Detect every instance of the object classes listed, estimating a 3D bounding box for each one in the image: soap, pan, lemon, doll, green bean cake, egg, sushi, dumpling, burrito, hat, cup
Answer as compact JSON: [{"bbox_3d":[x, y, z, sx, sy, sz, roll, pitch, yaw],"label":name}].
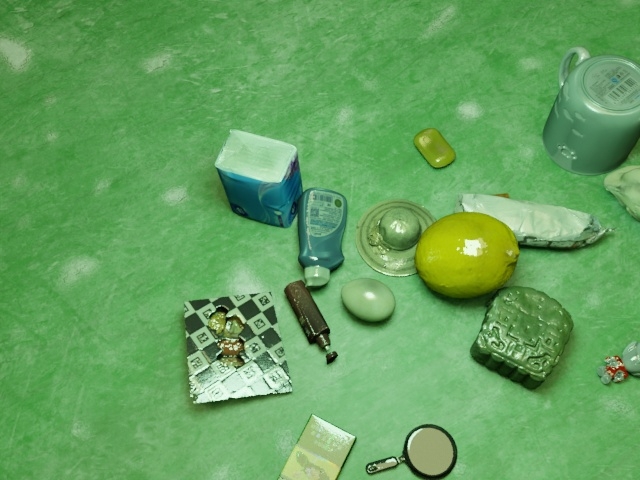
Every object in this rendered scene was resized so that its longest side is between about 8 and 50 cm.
[{"bbox_3d":[0.342,-0.278,2.073,0.089,0.045,0.140,-27,65,-12],"label":"soap"},{"bbox_3d":[0.226,0.536,1.711,0.235,0.028,0.136,-16,64,-3],"label":"pan"},{"bbox_3d":[0.382,0.038,1.816,0.263,0.236,0.236,10,66,13],"label":"lemon"},{"bbox_3d":[0.793,0.310,1.756,0.180,0.079,0.094,-24,80,7],"label":"doll"},{"bbox_3d":[0.517,0.239,1.783,0.222,0.125,0.227,26,64,14],"label":"green bean cake"},{"bbox_3d":[0.126,0.157,1.848,0.152,0.114,0.114,18,67,17],"label":"egg"},{"bbox_3d":[-0.230,0.290,1.848,0.264,0.050,0.290,-6,62,-14],"label":"sushi"},{"bbox_3d":[0.959,-0.137,1.886,0.243,0.187,0.318,-42,66,-11],"label":"dumpling"},{"bbox_3d":[0.593,-0.044,1.917,0.445,0.101,0.139,9,64,8],"label":"burrito"},{"bbox_3d":[0.220,-0.031,1.933,0.252,0.110,0.252,-2,64,3],"label":"hat"},{"bbox_3d":[0.780,-0.405,1.977,0.259,0.274,0.357,-14,66,-3],"label":"cup"}]

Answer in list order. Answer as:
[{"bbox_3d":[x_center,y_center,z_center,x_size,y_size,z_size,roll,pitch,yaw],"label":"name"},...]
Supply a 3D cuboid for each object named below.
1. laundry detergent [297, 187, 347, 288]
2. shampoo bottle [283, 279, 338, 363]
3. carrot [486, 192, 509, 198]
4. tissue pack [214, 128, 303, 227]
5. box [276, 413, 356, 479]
[{"bbox_3d":[0.000,0.000,1.939,0.143,0.094,0.290,14,66,-23],"label":"laundry detergent"},{"bbox_3d":[-0.022,0.219,1.858,0.067,0.068,0.236,-27,64,-8],"label":"shampoo bottle"},{"bbox_3d":[0.498,-0.119,1.998,0.093,0.032,0.032,-9,65,-5],"label":"carrot"},{"bbox_3d":[-0.164,-0.166,1.936,0.198,0.263,0.146,16,68,11],"label":"tissue pack"},{"bbox_3d":[-0.019,0.565,1.711,0.132,0.034,0.235,25,70,14],"label":"box"}]
